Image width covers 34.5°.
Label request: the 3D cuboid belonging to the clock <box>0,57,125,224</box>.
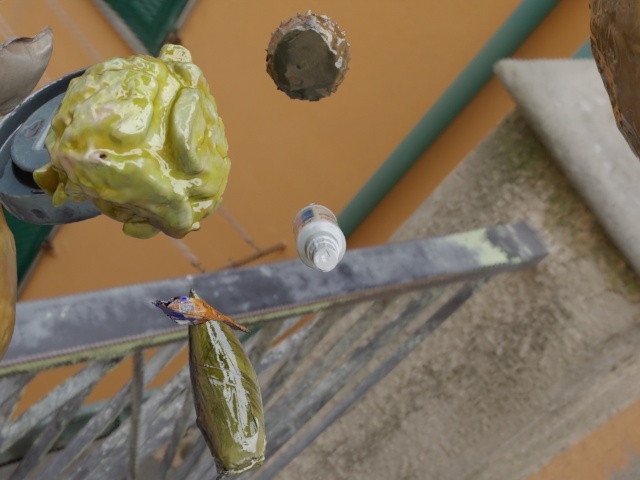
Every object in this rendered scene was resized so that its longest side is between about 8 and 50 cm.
[{"bbox_3d":[-0.332,-0.147,1.480,0.319,0.319,0.066,-81,158,-46],"label":"clock"}]

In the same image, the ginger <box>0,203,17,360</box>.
[{"bbox_3d":[-0.375,0.042,0.950,0.269,0.200,0.223,-47,117,-19],"label":"ginger"}]

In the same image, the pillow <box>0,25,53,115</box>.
[{"bbox_3d":[-0.375,-0.197,1.250,0.038,0.130,0.232,30,13,-8],"label":"pillow"}]

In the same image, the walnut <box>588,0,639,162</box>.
[{"bbox_3d":[0.203,-0.095,0.465,0.184,0.155,0.155,57,30,-31],"label":"walnut"}]

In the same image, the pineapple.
[{"bbox_3d":[-0.009,-0.238,1.276,0.108,0.108,0.197,35,21,-7],"label":"pineapple"}]

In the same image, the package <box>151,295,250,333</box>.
[{"bbox_3d":[-0.140,0.084,1.201,0.111,0.077,0.033,13,76,-21],"label":"package"}]

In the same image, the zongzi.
[{"bbox_3d":[-0.133,0.196,1.394,0.094,0.204,0.205,-14,35,-2],"label":"zongzi"}]

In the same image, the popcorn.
[{"bbox_3d":[-0.183,-0.091,1.021,0.185,0.187,0.167,-2,42,-24],"label":"popcorn"}]

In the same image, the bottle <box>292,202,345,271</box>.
[{"bbox_3d":[0.000,0.000,1.197,0.060,0.060,0.217,33,5,-9],"label":"bottle"}]
